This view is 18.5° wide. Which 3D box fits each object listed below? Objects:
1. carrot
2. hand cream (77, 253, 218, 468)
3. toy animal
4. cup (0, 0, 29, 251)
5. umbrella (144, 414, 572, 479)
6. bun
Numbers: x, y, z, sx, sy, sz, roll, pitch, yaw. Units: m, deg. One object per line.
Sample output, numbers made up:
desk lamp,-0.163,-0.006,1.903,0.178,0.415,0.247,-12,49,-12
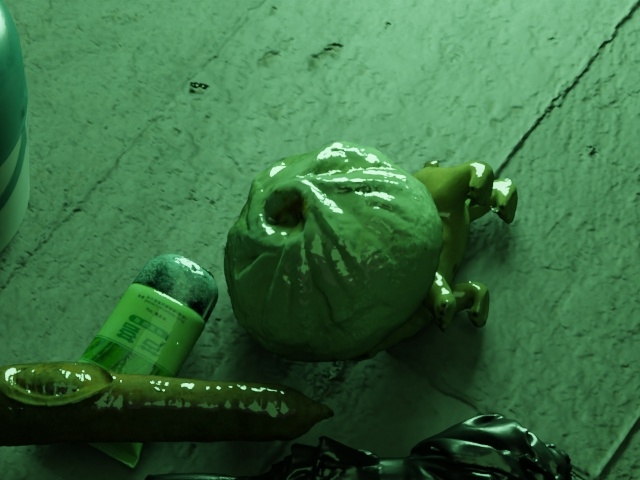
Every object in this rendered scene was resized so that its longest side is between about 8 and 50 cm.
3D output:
carrot,-0.160,0.129,1.536,0.342,0.070,0.070,-1,61,9
hand cream,-0.148,0.091,1.603,0.095,0.046,0.175,27,67,10
toy animal,0.088,0.019,1.644,0.101,0.103,0.219,6,62,21
cup,-0.364,-0.123,1.591,0.219,0.258,0.290,-32,68,-25
umbrella,0.029,0.198,1.538,0.340,0.118,0.118,-2,61,6
bun,0.000,0.000,1.585,0.195,0.118,0.195,-24,43,25
